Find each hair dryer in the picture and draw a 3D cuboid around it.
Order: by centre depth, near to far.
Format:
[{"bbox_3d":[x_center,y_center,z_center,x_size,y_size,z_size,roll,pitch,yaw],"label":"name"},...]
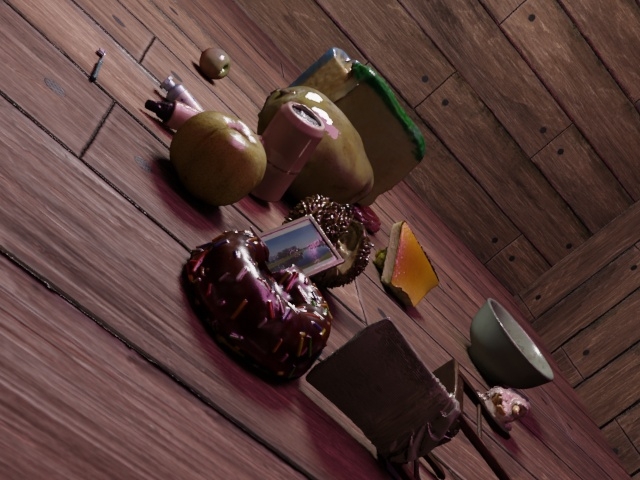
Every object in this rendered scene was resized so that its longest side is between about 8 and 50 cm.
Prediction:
[{"bbox_3d":[-0.167,-0.207,1.347,0.344,0.189,0.107,18,31,-37],"label":"hair dryer"}]

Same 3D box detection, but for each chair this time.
[{"bbox_3d":[0.137,0.246,1.055,0.319,0.160,0.186,50,17,-5],"label":"chair"}]

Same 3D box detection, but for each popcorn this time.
[{"bbox_3d":[0.181,0.053,1.876,0.083,0.060,0.068,27,-20,6],"label":"popcorn"}]

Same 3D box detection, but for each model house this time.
[{"bbox_3d":[0.067,-0.347,2.060,0.382,0.334,0.343,40,18,-39],"label":"model house"}]

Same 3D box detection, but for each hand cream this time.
[{"bbox_3d":[-0.254,-0.254,1.426,0.171,0.043,0.065,49,19,-18],"label":"hand cream"}]

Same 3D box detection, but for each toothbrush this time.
[{"bbox_3d":[-0.383,-0.305,1.226,0.014,0.011,0.167,36,18,-27],"label":"toothbrush"}]

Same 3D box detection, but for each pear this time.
[{"bbox_3d":[-0.169,-0.133,1.172,0.167,0.136,0.167,41,17,-16],"label":"pear"}]

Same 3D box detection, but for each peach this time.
[{"bbox_3d":[-0.272,-0.454,1.823,0.083,0.083,0.083,45,14,-15],"label":"peach"}]

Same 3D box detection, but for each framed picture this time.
[{"bbox_3d":[-0.048,0.020,1.194,0.149,0.011,0.109,-23,66,-30],"label":"framed picture"}]

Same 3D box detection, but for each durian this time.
[{"bbox_3d":[0.000,0.000,1.345,0.196,0.167,0.196,53,-11,15],"label":"durian"}]

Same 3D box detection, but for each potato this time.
[{"bbox_3d":[-0.014,-0.197,1.635,0.326,0.220,0.243,52,16,-45],"label":"potato"}]

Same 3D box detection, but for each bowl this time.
[{"bbox_3d":[0.520,0.320,2.045,0.289,0.146,0.289,45,16,-17],"label":"bowl"}]

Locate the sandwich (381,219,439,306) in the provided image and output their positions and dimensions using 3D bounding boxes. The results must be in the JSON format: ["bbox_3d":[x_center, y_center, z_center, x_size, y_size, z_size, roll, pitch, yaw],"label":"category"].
[{"bbox_3d":[0.207,0.067,1.816,0.162,0.058,0.193,-36,99,-41],"label":"sandwich"}]

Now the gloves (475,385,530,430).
[{"bbox_3d":[0.442,0.400,1.704,0.144,0.094,0.110,14,24,-34],"label":"gloves"}]

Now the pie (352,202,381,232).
[{"bbox_3d":[0.126,-0.081,2.126,0.153,0.038,0.154,43,16,-15],"label":"pie"}]

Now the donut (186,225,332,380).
[{"bbox_3d":[-0.075,0.080,0.969,0.230,0.096,0.216,46,14,-14],"label":"donut"}]
